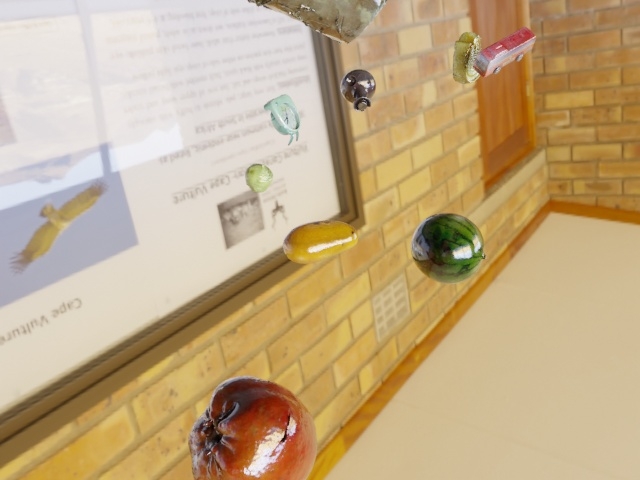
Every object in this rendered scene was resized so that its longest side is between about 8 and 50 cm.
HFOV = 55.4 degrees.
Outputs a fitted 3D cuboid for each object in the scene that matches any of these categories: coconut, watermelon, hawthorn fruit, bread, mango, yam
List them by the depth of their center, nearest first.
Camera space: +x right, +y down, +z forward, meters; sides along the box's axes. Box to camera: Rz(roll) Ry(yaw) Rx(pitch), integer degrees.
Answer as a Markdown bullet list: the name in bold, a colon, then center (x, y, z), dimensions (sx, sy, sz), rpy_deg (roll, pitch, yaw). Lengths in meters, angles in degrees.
- **hawthorn fruit**: center (-0.085, 0.300, 0.891), dimensions (0.185, 0.202, 0.185), rpy_deg (-27, -134, 32)
- **yam**: center (-0.046, -0.516, 1.111), dimensions (0.348, 0.241, 0.241), rpy_deg (19, -174, -25)
- **mango**: center (-0.002, -0.001, 1.455), dimensions (0.178, 0.090, 0.115), rpy_deg (-18, -152, -7)
- **coconut**: center (-0.186, -0.192, 1.840), dimensions (0.087, 0.096, 0.088), rpy_deg (14, -140, -12)
- **bread**: center (0.456, -0.568, 1.897), dimensions (0.064, 0.156, 0.117), rpy_deg (15, -145, 34)
- **watermelon**: center (0.418, 0.025, 2.001), dimensions (0.242, 0.242, 0.242), rpy_deg (-9, -161, 3)

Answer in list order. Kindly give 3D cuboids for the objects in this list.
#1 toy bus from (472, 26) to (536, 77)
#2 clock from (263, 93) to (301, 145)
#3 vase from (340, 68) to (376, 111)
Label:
- **toy bus**: center (0.540, -0.554, 1.790), dimensions (0.192, 0.077, 0.065), rpy_deg (-31, -114, -13)
- **clock**: center (-0.097, -0.336, 1.701), dimensions (0.041, 0.135, 0.101), rpy_deg (-18, -167, 35)
- **vase**: center (0.131, -0.491, 2.031), dimensions (0.120, 0.120, 0.183), rpy_deg (-9, -138, 3)
